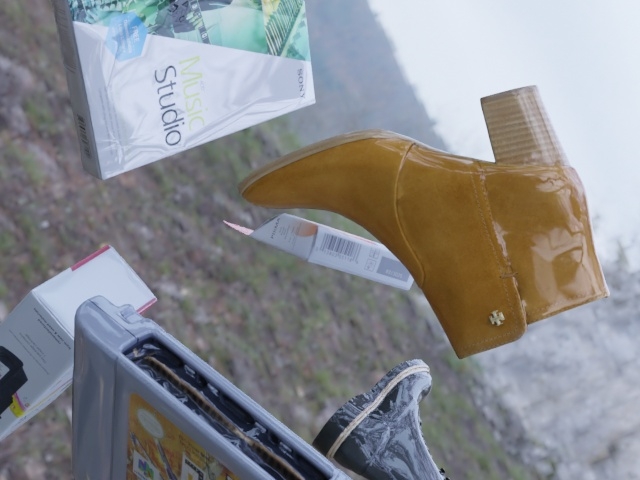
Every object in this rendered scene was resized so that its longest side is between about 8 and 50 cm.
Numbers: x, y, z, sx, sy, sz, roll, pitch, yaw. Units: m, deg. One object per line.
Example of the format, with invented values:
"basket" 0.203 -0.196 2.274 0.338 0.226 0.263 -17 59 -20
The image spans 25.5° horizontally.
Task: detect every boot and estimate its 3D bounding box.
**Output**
"boot" 0.086 0.003 1.221 0.104 0.295 0.211 1 75 -76
"boot" 0.092 0.206 1.420 0.137 0.077 0.198 40 36 14

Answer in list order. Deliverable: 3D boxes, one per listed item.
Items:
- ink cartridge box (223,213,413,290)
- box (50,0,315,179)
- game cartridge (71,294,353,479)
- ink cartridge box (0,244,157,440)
"ink cartridge box" 0.000 0.000 1.531 0.145 0.045 0.179 18 5 -36
"box" -0.158 -0.232 1.722 0.058 0.322 0.232 27 -47 48
"game cartridge" -0.078 0.191 1.037 0.297 0.062 0.198 34 -49 29
"ink cartridge box" -0.249 0.098 1.276 0.072 0.175 0.127 48 31 1
